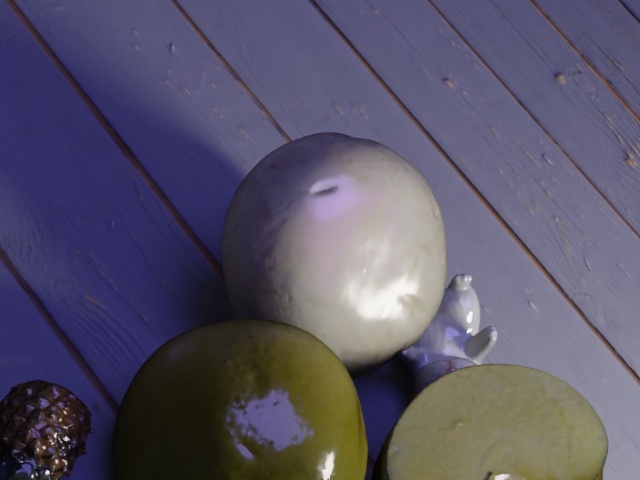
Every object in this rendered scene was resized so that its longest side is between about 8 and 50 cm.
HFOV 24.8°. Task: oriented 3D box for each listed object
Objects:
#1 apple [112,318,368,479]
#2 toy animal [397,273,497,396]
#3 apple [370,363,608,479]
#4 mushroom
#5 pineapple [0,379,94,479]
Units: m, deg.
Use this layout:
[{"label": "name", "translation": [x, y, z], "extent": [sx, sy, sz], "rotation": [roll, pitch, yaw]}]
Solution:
[{"label": "apple", "translation": [-0.076, 0.223, 1.663], "extent": [0.295, 0.233, 0.258], "rotation": [12, 36, -25]}, {"label": "toy animal", "translation": [0.175, 0.176, 1.966], "extent": [0.140, 0.138, 0.282], "rotation": [-11, 46, 0]}, {"label": "apple", "translation": [0.224, 0.333, 1.748], "extent": [0.360, 0.312, 0.320], "rotation": [-7, 18, -32]}, {"label": "mushroom", "translation": [0.026, -0.002, 1.876], "extent": [0.315, 0.315, 0.356], "rotation": [27, 43, -14]}, {"label": "pineapple", "translation": [-0.320, 0.260, 1.545], "extent": [0.237, 0.119, 0.111], "rotation": [-74, 147, -45]}]
